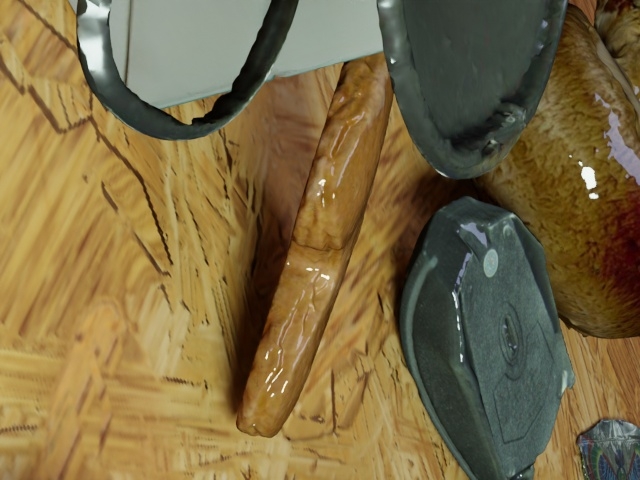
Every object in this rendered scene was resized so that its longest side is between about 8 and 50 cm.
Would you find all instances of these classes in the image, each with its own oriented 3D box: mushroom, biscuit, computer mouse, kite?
[{"bbox_3d":[0.196,-0.062,1.372,0.297,0.163,0.278,40,46,-54],"label":"mushroom"},{"bbox_3d":[0.001,0.000,1.013,0.192,0.036,0.186,105,3,-50],"label":"biscuit"},{"bbox_3d":[0.104,0.072,1.257,0.126,0.071,0.231,-54,136,-38],"label":"computer mouse"},{"bbox_3d":[0.255,0.284,1.506,0.152,0.015,0.285,9,68,-57],"label":"kite"}]

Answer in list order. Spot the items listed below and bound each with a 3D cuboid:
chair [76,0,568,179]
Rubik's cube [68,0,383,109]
[{"bbox_3d":[-0.125,-0.151,0.657,0.226,0.401,0.226,7,90,-69],"label":"chair"},{"bbox_3d":[-0.019,-0.233,0.986,0.221,0.231,0.224,63,30,-27],"label":"Rubik's cube"}]
